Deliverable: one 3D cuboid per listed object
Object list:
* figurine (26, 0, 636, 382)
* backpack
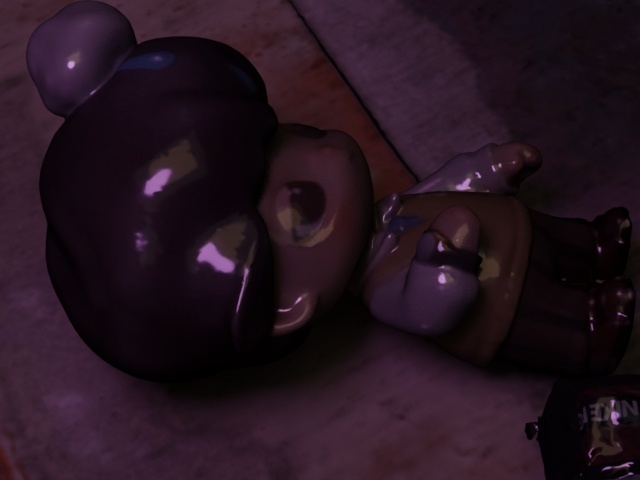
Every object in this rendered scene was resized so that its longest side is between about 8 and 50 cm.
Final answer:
[{"bbox_3d":[0.006,-0.009,0.982,0.364,0.206,0.218,3,58,6],"label":"figurine"},{"bbox_3d":[0.187,0.152,0.929,0.120,0.106,0.165,-4,55,-3],"label":"backpack"}]
